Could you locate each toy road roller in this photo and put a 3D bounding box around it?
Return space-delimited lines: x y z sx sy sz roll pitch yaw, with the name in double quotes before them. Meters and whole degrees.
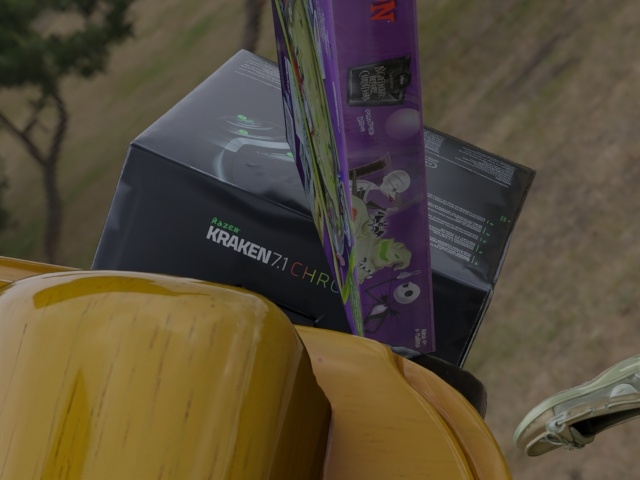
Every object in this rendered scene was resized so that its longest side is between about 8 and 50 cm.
"toy road roller" -0.098 0.096 0.530 0.240 0.329 0.203 70 -150 -70

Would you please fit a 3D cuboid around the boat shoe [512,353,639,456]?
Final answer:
"boat shoe" 0.228 0.147 1.379 0.153 0.056 0.048 -32 58 24

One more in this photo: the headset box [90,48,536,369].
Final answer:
"headset box" 0.000 0.000 1.136 0.283 0.246 0.131 -58 -10 -67

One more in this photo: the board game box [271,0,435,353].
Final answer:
"board game box" 0.007 -0.127 0.856 0.056 0.347 0.208 -9 43 -3
